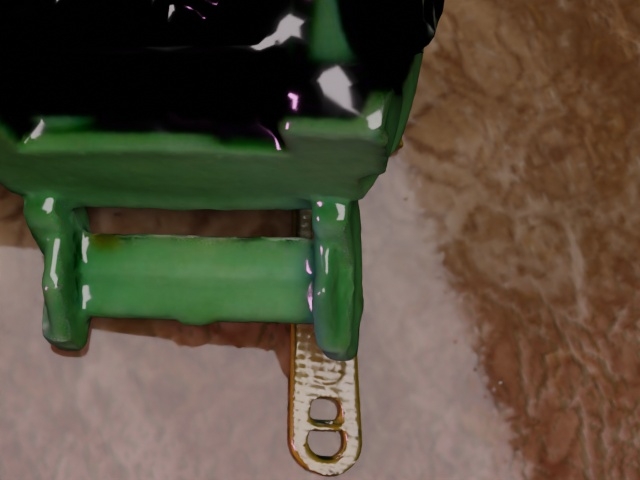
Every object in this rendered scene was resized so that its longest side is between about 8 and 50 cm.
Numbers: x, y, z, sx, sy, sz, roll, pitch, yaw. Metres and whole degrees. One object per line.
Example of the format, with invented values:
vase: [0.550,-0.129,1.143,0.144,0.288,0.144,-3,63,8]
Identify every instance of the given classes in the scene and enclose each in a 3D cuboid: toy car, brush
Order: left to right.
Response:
toy car: [-0.052,-0.143,0.546,0.213,0.176,0.358,-1,70,11]
brush: [0.000,0.000,0.605,0.083,0.010,0.218,1,79,-8]
